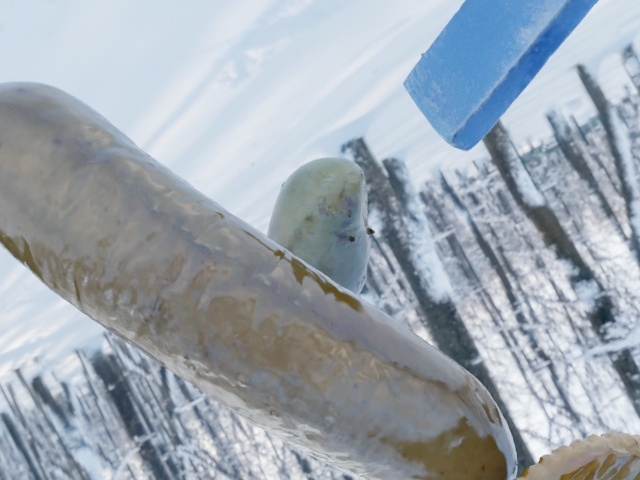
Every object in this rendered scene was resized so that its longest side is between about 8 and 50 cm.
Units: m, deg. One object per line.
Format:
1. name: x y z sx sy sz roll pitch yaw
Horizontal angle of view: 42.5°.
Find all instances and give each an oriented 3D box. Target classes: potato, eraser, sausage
1. potato: 0.000 0.000 1.240 0.165 0.165 0.262 -24 131 -51
2. eraser: 0.223 -0.256 0.926 0.042 0.144 0.312 19 120 -37
3. sausage: -0.066 0.049 0.607 0.123 0.500 0.136 -56 179 16

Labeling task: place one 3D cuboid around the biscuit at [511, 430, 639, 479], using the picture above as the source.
1. biscuit: 0.183 0.253 0.606 0.254 0.254 0.035 -27 -152 -17
